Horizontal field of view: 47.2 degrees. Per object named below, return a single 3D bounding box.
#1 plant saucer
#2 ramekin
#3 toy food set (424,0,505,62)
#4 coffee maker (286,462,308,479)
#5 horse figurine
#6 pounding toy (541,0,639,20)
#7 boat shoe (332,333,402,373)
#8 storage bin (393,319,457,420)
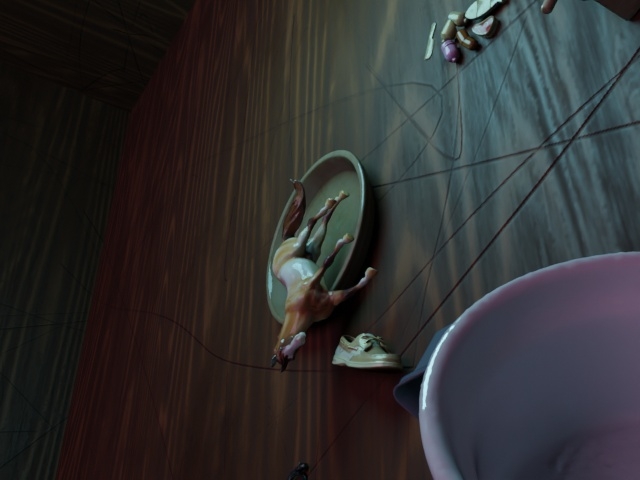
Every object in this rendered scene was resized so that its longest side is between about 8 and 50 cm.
[{"bbox_3d":[0.000,0.000,1.100,0.278,0.041,0.278,-43,38,45],"label":"plant saucer"},{"bbox_3d":[0.192,0.132,0.374,0.277,0.277,0.135,-122,22,-58],"label":"ramekin"},{"bbox_3d":[0.189,-0.268,0.947,0.122,0.019,0.078,-3,70,54],"label":"toy food set"},{"bbox_3d":[-0.108,0.359,0.902,0.120,0.178,0.171,-50,32,34],"label":"coffee maker"},{"bbox_3d":[-0.014,0.032,0.988,0.174,0.066,0.263,-50,34,24],"label":"horse figurine"},{"bbox_3d":[0.270,-0.283,0.702,0.141,0.100,0.130,-54,30,30],"label":"pounding toy"},{"bbox_3d":[0.055,0.135,0.887,0.135,0.050,0.045,-9,70,61],"label":"boat shoe"},{"bbox_3d":[0.151,0.117,0.683,0.135,0.098,0.091,-41,11,46],"label":"storage bin"}]
